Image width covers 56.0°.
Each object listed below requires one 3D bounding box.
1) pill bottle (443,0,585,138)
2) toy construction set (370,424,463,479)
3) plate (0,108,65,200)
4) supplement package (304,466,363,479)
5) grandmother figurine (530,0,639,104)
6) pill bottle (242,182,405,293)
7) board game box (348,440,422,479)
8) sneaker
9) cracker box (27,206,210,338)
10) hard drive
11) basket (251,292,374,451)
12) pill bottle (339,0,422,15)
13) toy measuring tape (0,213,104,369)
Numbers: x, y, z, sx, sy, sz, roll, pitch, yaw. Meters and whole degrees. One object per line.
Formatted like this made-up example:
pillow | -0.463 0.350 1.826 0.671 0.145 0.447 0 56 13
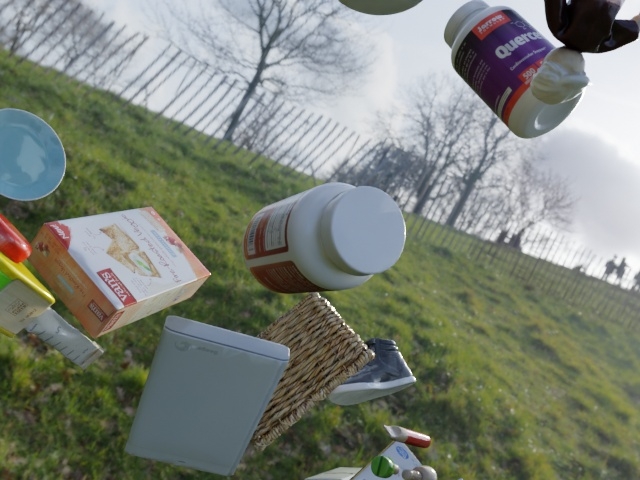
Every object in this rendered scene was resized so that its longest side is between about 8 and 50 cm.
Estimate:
pill bottle | 0.413 -0.389 1.330 0.323 0.181 0.181 58 11 29
toy construction set | 0.125 0.424 0.874 0.237 0.257 0.309 35 35 -47
plate | -0.608 -0.171 1.212 0.024 0.188 0.188 -11 -31 40
supplement package | 0.054 0.609 1.442 0.105 0.105 0.179 -11 -15 28
grandmother figurine | 0.444 -0.383 0.969 0.207 0.343 0.104 20 19 -4
pill bottle | 0.000 0.000 0.704 0.121 0.121 0.216 30 -19 -23
board game box | 0.107 0.552 1.094 0.242 0.316 0.064 50 -36 18
sneaker | 0.116 0.344 1.610 0.295 0.104 0.147 -1 56 -39
cracker box | -0.286 0.036 0.885 0.156 0.067 0.232 47 22 8
hard drive | -0.199 0.274 1.020 0.202 0.308 0.040 17 31 -12
basket | -0.032 0.304 1.274 0.223 0.299 0.213 44 -11 41
pill bottle | 0.049 -0.266 0.449 0.107 0.180 0.108 6 -22 2
toy measuring tape | -0.363 0.052 0.695 0.121 0.121 0.330 26 -22 24
